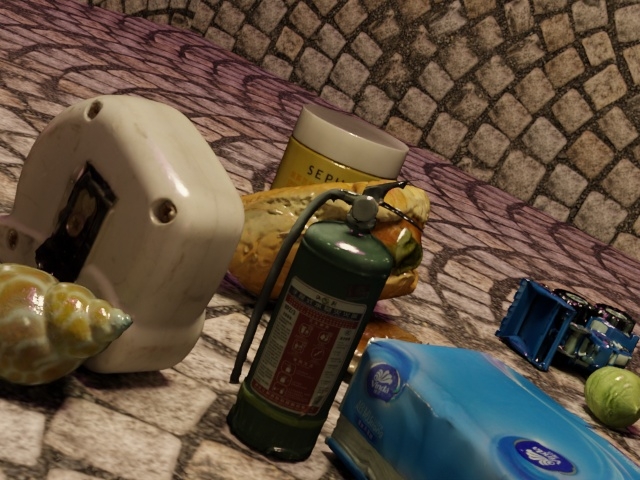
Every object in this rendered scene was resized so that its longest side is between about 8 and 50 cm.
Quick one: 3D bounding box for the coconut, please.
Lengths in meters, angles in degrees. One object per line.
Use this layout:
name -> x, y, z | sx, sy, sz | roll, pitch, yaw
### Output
coconut -> 0.421, 0.222, 1.483 | 0.087, 0.088, 0.096 | 16, 10, -26

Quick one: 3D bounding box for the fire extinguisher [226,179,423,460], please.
fire extinguisher -> 0.003, 0.061, 0.985 | 0.118, 0.294, 0.093 | 23, 15, 2

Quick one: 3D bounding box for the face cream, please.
face cream -> 0.034, -0.132, 1.973 | 0.218, 0.179, 0.218 | 22, 14, -6

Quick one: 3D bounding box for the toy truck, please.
toy truck -> 0.393, 0.150, 1.645 | 0.208, 0.113, 0.126 | 19, 16, -12

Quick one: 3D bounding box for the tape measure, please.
tape measure -> -0.211, -0.011, 1.045 | 0.130, 0.265, 0.258 | 4, 31, -47

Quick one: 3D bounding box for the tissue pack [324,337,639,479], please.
tissue pack -> 0.163, 0.214, 0.975 | 0.198, 0.146, 0.263 | 11, 18, -34

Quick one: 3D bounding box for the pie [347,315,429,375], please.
pie -> 0.073, 0.140, 1.316 | 0.195, 0.046, 0.195 | 23, 14, -6

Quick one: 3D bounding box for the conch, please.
conch -> -0.265, 0.071, 0.939 | 0.116, 0.106, 0.173 | 36, -9, -31

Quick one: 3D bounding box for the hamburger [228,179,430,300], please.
hamburger -> 0.045, 0.003, 1.389 | 0.209, 0.162, 0.330 | -2, -4, 41
